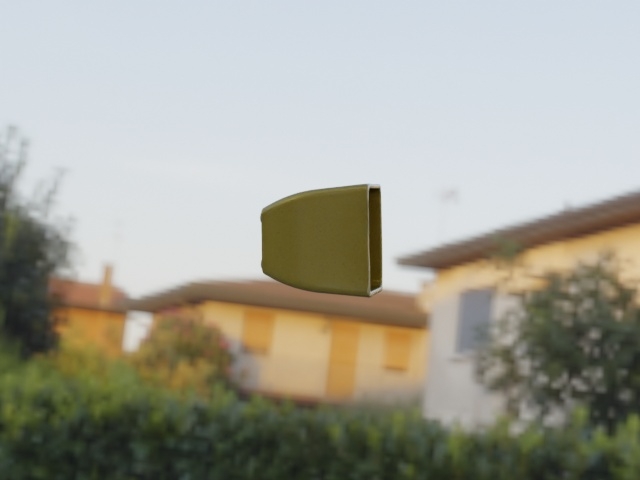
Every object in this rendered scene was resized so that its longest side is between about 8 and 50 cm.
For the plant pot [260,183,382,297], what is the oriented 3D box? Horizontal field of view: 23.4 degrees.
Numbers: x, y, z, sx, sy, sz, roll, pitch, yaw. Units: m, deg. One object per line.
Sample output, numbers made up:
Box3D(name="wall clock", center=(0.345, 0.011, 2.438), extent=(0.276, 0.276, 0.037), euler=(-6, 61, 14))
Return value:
Box3D(name="plant pot", center=(0.000, 0.000, 1.138), extent=(0.083, 0.081, 0.081), euler=(-1, 1, 9))
